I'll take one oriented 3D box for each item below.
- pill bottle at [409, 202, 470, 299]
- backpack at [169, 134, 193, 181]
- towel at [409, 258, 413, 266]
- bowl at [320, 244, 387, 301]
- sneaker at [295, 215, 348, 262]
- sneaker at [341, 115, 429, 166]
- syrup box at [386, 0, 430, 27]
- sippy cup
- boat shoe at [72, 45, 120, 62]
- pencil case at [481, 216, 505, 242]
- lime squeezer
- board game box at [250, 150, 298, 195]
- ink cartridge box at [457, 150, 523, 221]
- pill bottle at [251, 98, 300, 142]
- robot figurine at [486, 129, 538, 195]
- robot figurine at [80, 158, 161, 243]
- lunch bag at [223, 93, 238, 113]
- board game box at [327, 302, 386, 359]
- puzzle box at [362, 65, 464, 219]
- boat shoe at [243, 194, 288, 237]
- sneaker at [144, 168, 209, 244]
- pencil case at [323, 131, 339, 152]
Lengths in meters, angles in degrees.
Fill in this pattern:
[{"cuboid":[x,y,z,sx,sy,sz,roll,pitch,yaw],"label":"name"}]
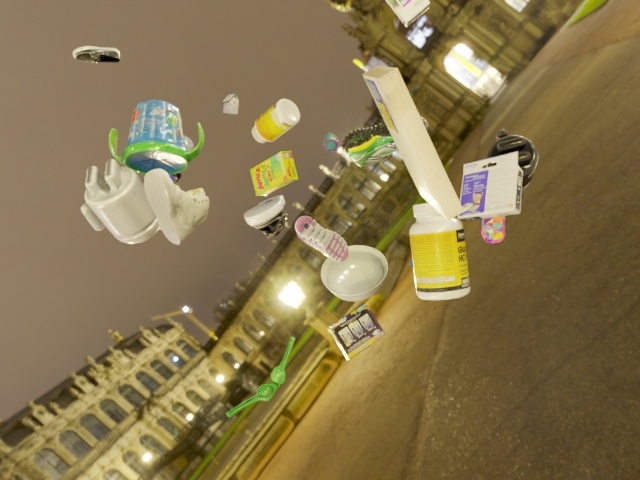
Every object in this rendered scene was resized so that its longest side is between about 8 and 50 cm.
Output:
[{"cuboid":[0.415,0.031,1.828,0.188,0.333,0.188,-7,3,0],"label":"pill bottle"},{"cuboid":[-0.615,-0.360,2.203,0.115,0.152,0.181,-5,55,54],"label":"backpack"},{"cuboid":[0.466,0.077,2.401,0.119,0.067,0.029,-62,1,8],"label":"towel"},{"cuboid":[0.157,0.169,2.321,0.298,0.298,0.134,-48,-36,-31],"label":"bowl"},{"cuboid":[0.000,0.000,1.980,0.095,0.236,0.104,-55,5,-20],"label":"sneaker"},{"cuboid":[0.263,-0.391,2.029,0.344,0.146,0.134,-13,48,29],"label":"sneaker"},{"cuboid":[0.240,-0.810,1.658,0.093,0.236,0.096,-38,5,14],"label":"syrup box"},{"cuboid":[-0.607,-0.388,1.929,0.240,0.306,0.223,-24,65,53],"label":"sippy cup"},{"cuboid":[-0.715,-0.592,1.668,0.142,0.040,0.049,-13,-22,-28],"label":"boat shoe"},{"cuboid":[0.737,-0.100,2.222,0.104,0.105,0.236,-54,15,47],"label":"pencil case"},{"cuboid":[-0.167,0.443,1.657,0.310,0.110,0.059,-49,35,-7],"label":"lime squeezer"},{"cuboid":[-0.150,-0.211,1.656,0.043,0.092,0.181,-11,-5,-41],"label":"board game box"},{"cuboid":[0.564,-0.175,1.725,0.206,0.045,0.208,-8,66,47],"label":"ink cartridge box"},{"cuboid":[-0.191,-0.487,2.154,0.215,0.117,0.117,-26,15,44],"label":"pill bottle"},{"cuboid":[0.685,-0.272,1.880,0.209,0.174,0.278,-62,-20,-5],"label":"robot figurine"},{"cuboid":[-0.713,-0.126,1.898,0.300,0.199,0.353,-17,-42,4],"label":"robot figurine"},{"cuboid":[-0.388,-0.590,2.245,0.071,0.053,0.083,22,105,55],"label":"lunch bag"},{"cuboid":[0.132,0.334,1.909,0.170,0.141,0.048,-29,-8,-20],"label":"board game box"},{"cuboid":[0.242,-0.270,1.394,0.052,0.408,0.272,-28,20,6],"label":"puzzle box"},{"cuboid":[-0.109,-0.045,1.127,0.080,0.076,0.228,-19,10,3],"label":"boat shoe"},{"cuboid":[-0.450,-0.143,1.660,0.169,0.108,0.292,-48,-28,-34],"label":"sneaker"},{"cuboid":[0.048,-0.447,2.372,0.070,0.064,0.151,-30,21,9],"label":"pencil case"}]
